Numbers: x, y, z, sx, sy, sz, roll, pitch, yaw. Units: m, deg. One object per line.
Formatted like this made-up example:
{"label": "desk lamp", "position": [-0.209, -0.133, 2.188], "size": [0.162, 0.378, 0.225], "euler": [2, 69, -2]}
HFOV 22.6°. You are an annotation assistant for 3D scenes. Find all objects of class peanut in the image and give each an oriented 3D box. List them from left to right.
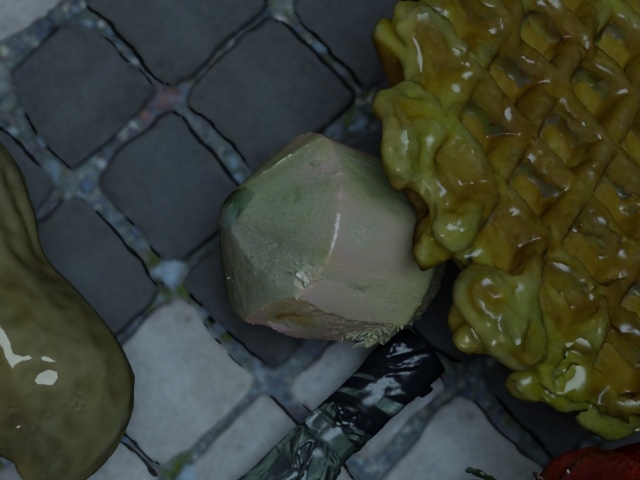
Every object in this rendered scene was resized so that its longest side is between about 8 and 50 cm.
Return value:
{"label": "peanut", "position": [-0.194, 0.019, 0.876], "size": [0.123, 0.123, 0.257], "euler": [-41, 91, -16]}

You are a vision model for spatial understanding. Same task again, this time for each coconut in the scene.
{"label": "coconut", "position": [0.000, 0.000, 0.905], "size": [0.122, 0.116, 0.116], "euler": [16, 75, -27]}

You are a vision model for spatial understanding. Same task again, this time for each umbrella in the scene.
{"label": "umbrella", "position": [-0.001, 0.126, 0.926], "size": [0.188, 0.046, 0.050], "euler": [-42, 70, -15]}

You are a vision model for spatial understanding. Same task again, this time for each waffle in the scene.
{"label": "waffle", "position": [0.155, -0.032, 0.927], "size": [0.325, 0.068, 0.302], "euler": [2, 70, -37]}

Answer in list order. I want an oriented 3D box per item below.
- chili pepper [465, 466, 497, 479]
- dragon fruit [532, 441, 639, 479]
{"label": "chili pepper", "position": [-0.042, 0.228, 0.884], "size": [0.359, 0.076, 0.085], "euler": [-18, 55, -21]}
{"label": "dragon fruit", "position": [0.185, 0.218, 0.837], "size": [0.241, 0.252, 0.241], "euler": [-5, 81, 33]}
